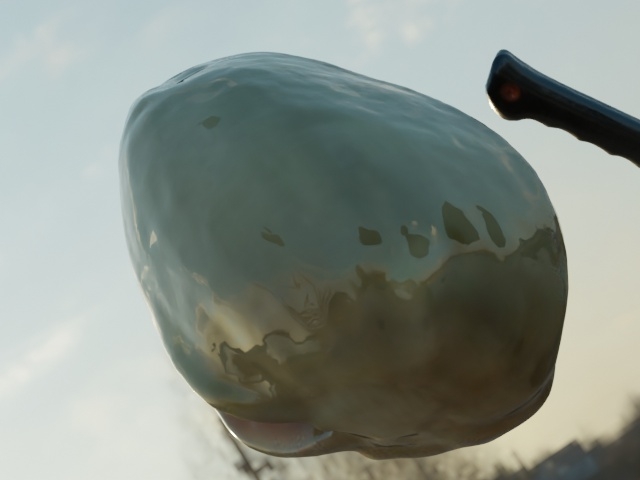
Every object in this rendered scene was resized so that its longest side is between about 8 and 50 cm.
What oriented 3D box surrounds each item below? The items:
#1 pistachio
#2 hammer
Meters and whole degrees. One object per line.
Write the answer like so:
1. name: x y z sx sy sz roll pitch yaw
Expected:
1. pistachio: 0.000 0.000 1.020 0.214 0.318 0.193 -42 -41 -6
2. hammer: 0.228 -0.037 1.080 0.033 0.288 0.111 -61 -6 -62
